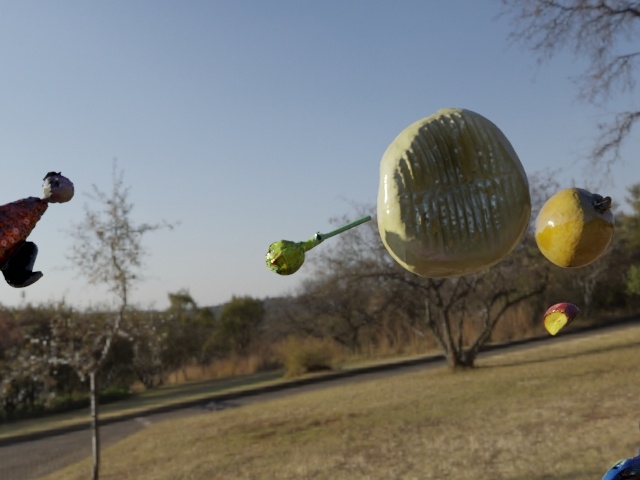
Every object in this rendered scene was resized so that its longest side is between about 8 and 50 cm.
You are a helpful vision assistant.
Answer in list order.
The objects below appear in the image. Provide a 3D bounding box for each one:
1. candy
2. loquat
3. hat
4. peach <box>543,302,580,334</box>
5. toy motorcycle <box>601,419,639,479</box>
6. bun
[{"bbox_3d":[0.000,0.000,1.114,0.194,0.062,0.058,-25,-42,-21],"label":"candy"},{"bbox_3d":[0.469,-0.024,1.294,0.163,0.137,0.163,-43,-19,-18],"label":"loquat"},{"bbox_3d":[-0.362,-0.008,0.759,0.140,0.129,0.227,-13,22,40],"label":"hat"},{"bbox_3d":[0.481,0.153,1.408,0.077,0.050,0.083,-46,-17,17],"label":"peach"},{"bbox_3d":[0.565,0.354,1.127,0.315,0.113,0.169,-18,23,-38],"label":"toy motorcycle"},{"bbox_3d":[0.148,-0.053,0.828,0.178,0.193,0.128,-10,-8,-7],"label":"bun"}]
